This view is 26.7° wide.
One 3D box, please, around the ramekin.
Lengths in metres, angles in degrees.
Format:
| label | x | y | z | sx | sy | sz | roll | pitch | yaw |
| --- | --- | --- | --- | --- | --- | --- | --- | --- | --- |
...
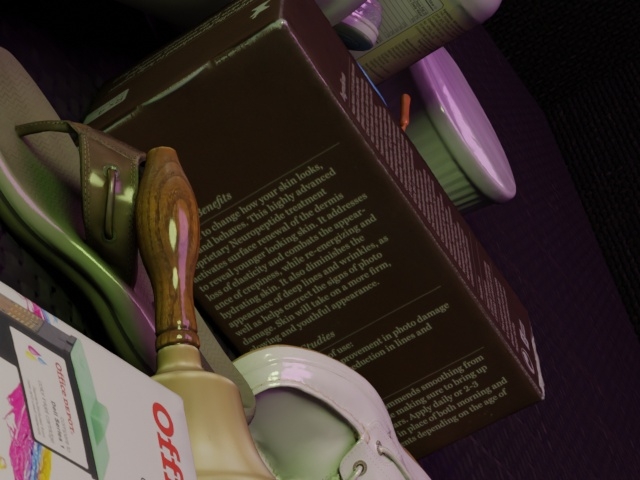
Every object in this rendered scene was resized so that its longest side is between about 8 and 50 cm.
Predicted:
| label | x | y | z | sx | sy | sz | roll | pitch | yaw |
| --- | --- | --- | --- | --- | --- | --- | --- | --- | --- |
| ramekin | 0.143 | -0.146 | 1.811 | 0.273 | 0.127 | 0.273 | 53 | 18 | -26 |

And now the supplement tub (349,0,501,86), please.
| label | x | y | z | sx | sy | sz | roll | pitch | yaw |
| --- | --- | --- | --- | --- | --- | --- | --- | --- | --- |
| supplement tub | 0.050 | -0.297 | 1.454 | 0.235 | 0.324 | 0.235 | 52 | 19 | -26 |

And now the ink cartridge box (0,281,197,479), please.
| label | x | y | z | sx | sy | sz | roll | pitch | yaw |
| --- | --- | --- | --- | --- | --- | --- | --- | --- | --- |
| ink cartridge box | -0.162 | 0.116 | 0.544 | 0.278 | 0.117 | 0.201 | 42 | 25 | -47 |

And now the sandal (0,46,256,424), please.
| label | x | y | z | sx | sy | sz | roll | pitch | yaw |
| --- | --- | --- | --- | --- | --- | --- | --- | --- | --- |
| sandal | -0.126 | -0.009 | 0.883 | 0.303 | 0.086 | 0.120 | 52 | 17 | -4 |

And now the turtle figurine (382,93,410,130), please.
| label | x | y | z | sx | sy | sz | roll | pitch | yaw |
| --- | --- | --- | --- | --- | --- | --- | --- | --- | --- |
| turtle figurine | -0.025 | -0.114 | 1.323 | 0.217 | 0.087 | 0.269 | 49 | 52 | -17 |

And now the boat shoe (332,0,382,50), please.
| label | x | y | z | sx | sy | sz | roll | pitch | yaw |
| --- | --- | --- | --- | --- | --- | --- | --- | --- | --- |
| boat shoe | -0.055 | -0.285 | 1.306 | 0.320 | 0.103 | 0.118 | 37 | 6 | 36 |

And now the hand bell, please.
| label | x | y | z | sx | sy | sz | roll | pitch | yaw |
| --- | --- | --- | --- | --- | --- | --- | --- | --- | --- |
| hand bell | -0.086 | 0.053 | 0.786 | 0.126 | 0.126 | 0.242 | 36 | 38 | -53 |

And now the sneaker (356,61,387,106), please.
| label | x | y | z | sx | sy | sz | roll | pitch | yaw |
| --- | --- | --- | --- | --- | --- | --- | --- | --- | --- |
| sneaker | 0.024 | -0.074 | 1.231 | 0.126 | 0.091 | 0.240 | -1 | 76 | -40 |

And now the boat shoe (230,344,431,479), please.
| label | x | y | z | sx | sy | sz | roll | pitch | yaw |
| --- | --- | --- | --- | --- | --- | --- | --- | --- | --- |
| boat shoe | 0.022 | 0.180 | 0.995 | 0.277 | 0.098 | 0.096 | 48 | 20 | -39 |

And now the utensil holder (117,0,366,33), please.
| label | x | y | z | sx | sy | sz | roll | pitch | yaw |
| --- | --- | --- | --- | --- | --- | --- | --- | --- | --- |
| utensil holder | -0.127 | -0.342 | 1.046 | 0.328 | 0.327 | 0.385 | 65 | 20 | 13 |

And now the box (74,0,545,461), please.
| label | x | y | z | sx | sy | sz | roll | pitch | yaw |
| --- | --- | --- | --- | --- | --- | --- | --- | --- | --- |
| box | 0.000 | 0.000 | 1.073 | 0.381 | 0.191 | 0.143 | 54 | 18 | -25 |
